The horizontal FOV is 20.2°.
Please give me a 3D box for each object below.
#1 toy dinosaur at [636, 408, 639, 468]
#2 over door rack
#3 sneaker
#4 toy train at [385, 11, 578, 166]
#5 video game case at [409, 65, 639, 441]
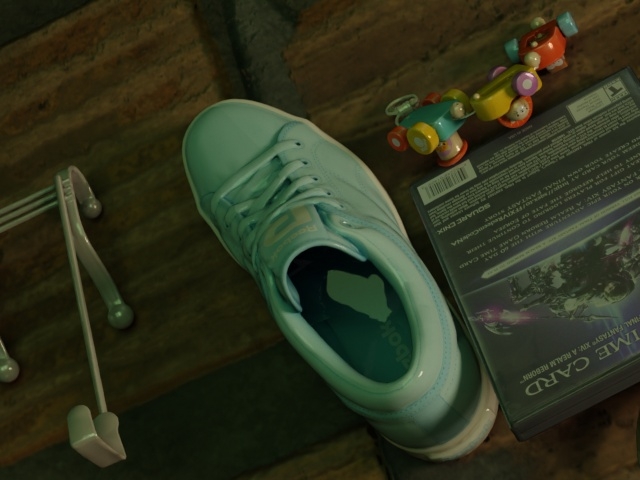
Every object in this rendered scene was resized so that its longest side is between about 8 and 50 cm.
[{"bbox_3d":[0.248,0.087,1.263,0.112,0.064,0.211,31,82,28],"label":"toy dinosaur"},{"bbox_3d":[-0.270,0.108,1.418,0.239,0.108,0.324,-25,41,10],"label":"over door rack"},{"bbox_3d":[0.000,0.000,1.348,0.135,0.150,0.366,-42,60,-1],"label":"sneaker"},{"bbox_3d":[0.131,-0.112,1.399,0.166,0.046,0.125,-28,19,16],"label":"toy train"},{"bbox_3d":[0.185,0.001,1.292,0.196,0.026,0.274,-29,41,8],"label":"video game case"}]
